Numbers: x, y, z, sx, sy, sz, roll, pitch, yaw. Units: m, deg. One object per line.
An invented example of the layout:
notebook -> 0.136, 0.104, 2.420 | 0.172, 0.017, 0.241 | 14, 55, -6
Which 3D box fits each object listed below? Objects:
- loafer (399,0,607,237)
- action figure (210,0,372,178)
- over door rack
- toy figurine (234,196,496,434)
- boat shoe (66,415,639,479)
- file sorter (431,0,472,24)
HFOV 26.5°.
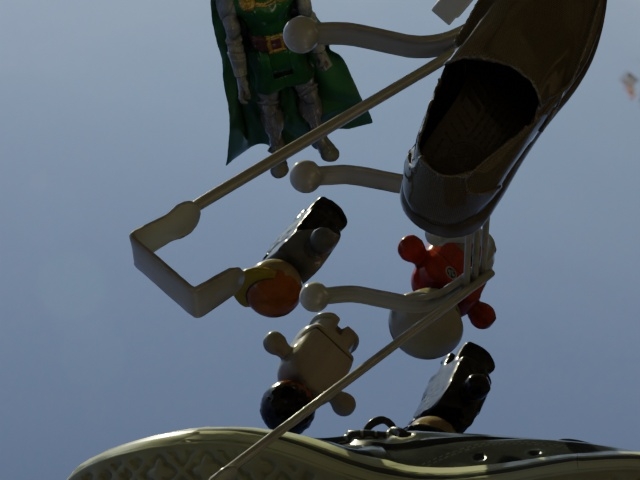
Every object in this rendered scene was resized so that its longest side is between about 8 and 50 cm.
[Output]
loafer -> 0.080, -0.070, 0.566 | 0.056, 0.148, 0.050 | 23, 169, 8
action figure -> -0.036, -0.152, 1.122 | 0.137, 0.232, 0.063 | -20, -132, -4
over door rack -> 0.000, 0.000, 0.822 | 0.108, 0.239, 0.324 | 24, -131, 27
toy figurine -> 0.041, 0.084, 1.140 | 0.210, 0.213, 0.148 | 11, -141, 18
boat shoe -> 0.048, 0.223, 0.987 | 0.500, 0.186, 0.156 | -3, 175, 10
file sorter -> 0.124, -0.335, 1.002 | 0.173, 0.193, 0.277 | 38, -138, -4
